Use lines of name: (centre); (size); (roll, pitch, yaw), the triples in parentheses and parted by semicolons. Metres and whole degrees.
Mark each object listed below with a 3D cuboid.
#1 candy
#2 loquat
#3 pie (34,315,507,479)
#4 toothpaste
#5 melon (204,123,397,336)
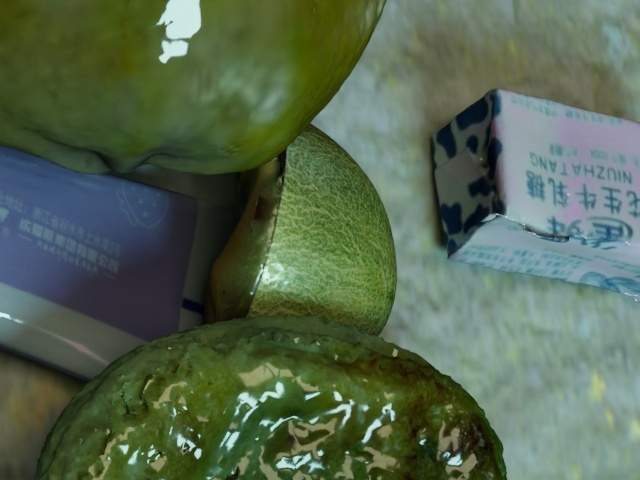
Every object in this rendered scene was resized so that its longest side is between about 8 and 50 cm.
candy: (0.151, -0.024, 1.078); (0.160, 0.073, 0.092); (11, 62, -24)
loquat: (-0.094, -0.168, 0.901); (0.276, 0.276, 0.284); (12, 77, -24)
pie: (-0.018, 0.169, 0.891); (0.277, 0.078, 0.277); (7, 76, -27)
toothpaste: (-0.200, -0.015, 0.889); (0.371, 0.080, 0.125); (20, 62, -28)
melon: (0.000, 0.000, 0.984); (0.128, 0.079, 0.160); (20, 61, -28)
